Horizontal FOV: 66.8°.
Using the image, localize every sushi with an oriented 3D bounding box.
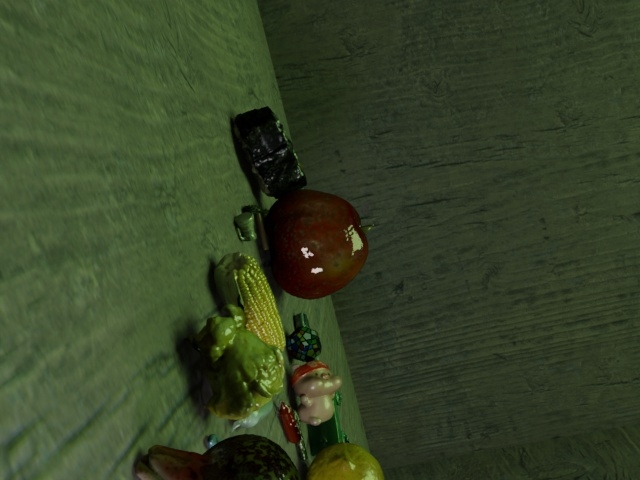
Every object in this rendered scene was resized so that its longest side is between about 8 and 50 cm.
[{"bbox_3d":[-0.177,-0.298,1.717,0.211,0.170,0.350,58,-6,42],"label":"sushi"}]

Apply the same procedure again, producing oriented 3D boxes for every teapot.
[{"bbox_3d":[-0.215,-0.033,1.405,0.067,0.057,0.083,-43,133,-39],"label":"teapot"}]

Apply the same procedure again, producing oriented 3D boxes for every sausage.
[{"bbox_3d":[-0.201,-0.032,1.651,0.024,0.024,0.132,-34,111,-84],"label":"sausage"}]

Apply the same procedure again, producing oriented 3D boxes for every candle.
[{"bbox_3d":[-0.097,0.520,1.397,0.053,0.048,0.162,22,-46,54],"label":"candle"}]

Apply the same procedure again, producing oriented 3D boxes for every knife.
[{"bbox_3d":[-0.166,0.457,0.967,0.044,0.019,0.313,-100,176,-48],"label":"knife"}]

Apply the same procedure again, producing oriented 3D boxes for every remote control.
[{"bbox_3d":[-0.054,0.399,1.982,0.104,0.052,0.247,-96,171,-58],"label":"remote control"}]

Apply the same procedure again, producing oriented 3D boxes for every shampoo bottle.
[{"bbox_3d":[-0.152,0.377,1.062,0.195,0.056,0.056,51,27,-79],"label":"shampoo bottle"}]

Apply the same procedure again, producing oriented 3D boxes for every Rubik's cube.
[{"bbox_3d":[-0.058,0.369,1.717,0.112,0.133,0.133,-1,77,-58],"label":"Rubik's cube"}]

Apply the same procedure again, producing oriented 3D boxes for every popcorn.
[{"bbox_3d":[-0.160,0.226,0.905,0.195,0.173,0.168,53,-34,2],"label":"popcorn"}]

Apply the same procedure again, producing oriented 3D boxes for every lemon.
[{"bbox_3d":[0.076,0.767,1.496,0.253,0.253,0.310,-96,177,-52],"label":"lemon"}]

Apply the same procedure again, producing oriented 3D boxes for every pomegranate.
[{"bbox_3d":[-0.145,0.361,0.672,0.248,0.214,0.214,37,17,-12],"label":"pomegranate"}]

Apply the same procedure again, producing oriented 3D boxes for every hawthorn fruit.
[{"bbox_3d":[0.000,0.000,1.742,0.403,0.402,0.403,-13,90,-84],"label":"hawthorn fruit"}]

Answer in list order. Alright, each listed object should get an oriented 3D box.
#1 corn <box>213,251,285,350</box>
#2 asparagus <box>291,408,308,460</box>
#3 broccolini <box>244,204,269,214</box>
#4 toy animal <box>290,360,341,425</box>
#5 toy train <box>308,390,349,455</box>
[{"bbox_3d":[-0.167,0.167,1.163,0.123,0.122,0.305,39,-31,51],"label":"corn"},{"bbox_3d":[-0.069,0.601,1.504,0.036,0.030,0.165,-31,109,-73],"label":"asparagus"},{"bbox_3d":[-0.210,-0.102,1.580,0.052,0.054,0.194,44,14,2],"label":"broccolini"},{"bbox_3d":[-0.018,0.500,1.612,0.171,0.171,0.198,49,35,-78],"label":"toy animal"},{"bbox_3d":[0.021,0.667,1.814,0.202,0.120,0.301,60,18,-60],"label":"toy train"}]
